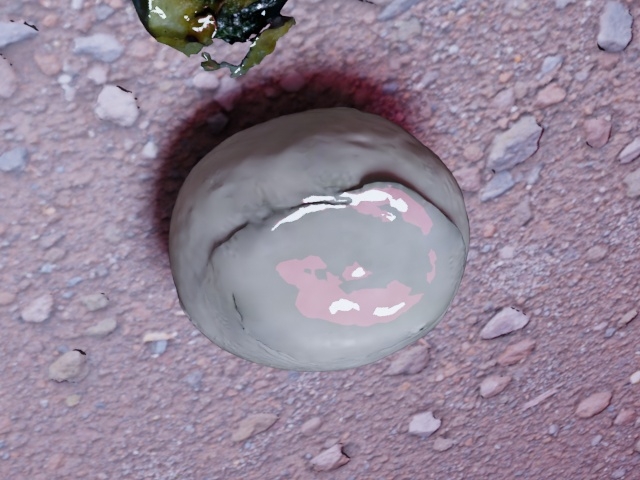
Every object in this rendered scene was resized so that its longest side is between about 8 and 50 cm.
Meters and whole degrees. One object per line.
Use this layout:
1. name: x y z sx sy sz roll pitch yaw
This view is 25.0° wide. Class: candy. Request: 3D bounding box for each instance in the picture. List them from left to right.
1. candy: 0.000 0.000 1.341 0.295 0.185 0.296 -5 128 -7

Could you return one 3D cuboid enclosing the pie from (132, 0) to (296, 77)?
1. pie: 0.012 -0.288 1.149 0.371 0.078 0.296 -22 136 -11
